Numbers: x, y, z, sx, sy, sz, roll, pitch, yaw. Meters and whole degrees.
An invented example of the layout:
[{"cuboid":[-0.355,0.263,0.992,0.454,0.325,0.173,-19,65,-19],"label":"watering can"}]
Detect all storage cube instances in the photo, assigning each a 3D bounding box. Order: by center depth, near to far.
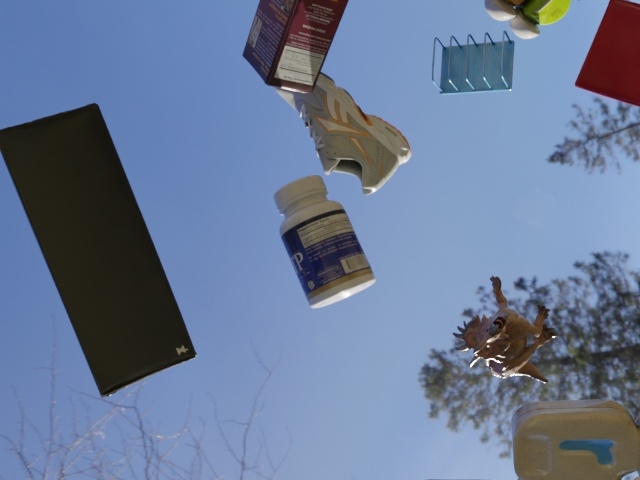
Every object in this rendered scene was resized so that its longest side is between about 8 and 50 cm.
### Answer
[{"cuboid":[0.684,-0.386,1.301,0.184,0.193,0.214,-17,-51,-52],"label":"storage cube"}]

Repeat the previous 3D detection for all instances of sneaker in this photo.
[{"cuboid":[0.016,-0.180,1.020,0.262,0.099,0.121,36,-99,4],"label":"sneaker"}]

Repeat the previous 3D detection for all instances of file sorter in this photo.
[{"cuboid":[0.353,-0.416,1.444,0.104,0.171,0.118,10,-97,-63],"label":"file sorter"}]

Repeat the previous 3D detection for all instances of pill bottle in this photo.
[{"cuboid":[0.000,0.000,0.957,0.112,0.112,0.186,-12,-106,-45],"label":"pill bottle"}]

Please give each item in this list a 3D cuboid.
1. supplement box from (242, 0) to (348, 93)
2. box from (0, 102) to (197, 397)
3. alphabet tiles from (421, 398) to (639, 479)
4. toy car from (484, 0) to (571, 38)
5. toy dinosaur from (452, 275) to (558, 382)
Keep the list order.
[{"cuboid":[-0.032,-0.319,0.877,0.081,0.188,0.104,2,-144,-34],"label":"supplement box"},{"cuboid":[-0.235,0.012,0.655,0.103,0.184,0.261,-22,-85,-22],"label":"box"},{"cuboid":[0.202,0.220,0.413,0.021,0.278,0.284,-71,-26,-62],"label":"alphabet tiles"},{"cuboid":[0.419,-0.510,1.235,0.182,0.159,0.136,21,-134,-29],"label":"toy car"},{"cuboid":[0.368,0.214,1.253,0.200,0.127,0.295,-46,-53,-26],"label":"toy dinosaur"}]
